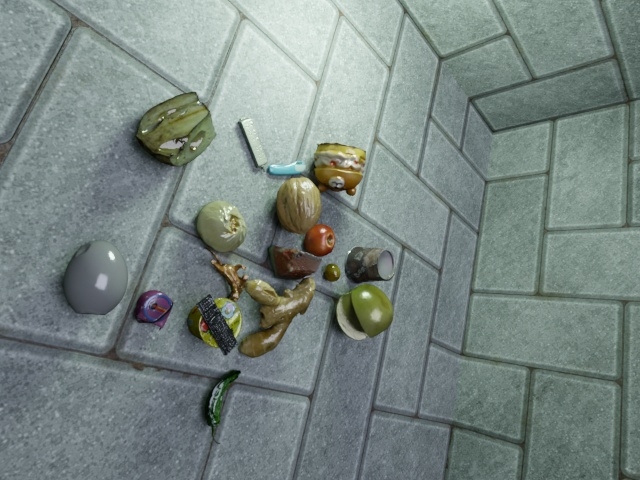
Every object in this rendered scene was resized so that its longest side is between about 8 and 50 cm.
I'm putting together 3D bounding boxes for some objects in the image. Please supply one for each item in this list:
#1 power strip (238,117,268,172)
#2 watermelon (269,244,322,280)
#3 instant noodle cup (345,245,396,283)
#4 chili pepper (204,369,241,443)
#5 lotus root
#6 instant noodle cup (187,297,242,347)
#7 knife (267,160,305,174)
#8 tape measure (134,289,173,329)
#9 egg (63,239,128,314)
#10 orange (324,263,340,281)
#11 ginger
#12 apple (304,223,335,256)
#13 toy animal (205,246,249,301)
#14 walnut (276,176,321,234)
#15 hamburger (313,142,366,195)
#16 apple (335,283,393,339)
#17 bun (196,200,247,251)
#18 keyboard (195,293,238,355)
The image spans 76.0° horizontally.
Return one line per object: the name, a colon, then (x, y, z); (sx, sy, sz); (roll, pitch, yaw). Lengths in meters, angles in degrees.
power strip: (-0.291, -0.420, 1.806); (0.060, 0.027, 0.253); (-35, 112, -40)
watermelon: (-0.105, 0.101, 1.806); (0.192, 0.256, 0.140); (18, 74, -36)
instant noodle cup: (0.276, 0.132, 2.220); (0.217, 0.207, 0.218); (3, 85, -46)
chili pepper: (-0.401, 0.637, 1.614); (0.122, 0.065, 0.279); (36, 59, -34)
lotus root: (-0.522, -0.396, 1.510); (0.210, 0.142, 0.314); (40, 58, 7)
instant noodle cup: (-0.413, 0.309, 1.564); (0.182, 0.144, 0.182); (4, 84, -44)
knife: (-0.158, -0.340, 1.934); (0.221, 0.031, 0.064); (-14, 101, -41)
tape measure: (-0.588, 0.239, 1.443); (0.118, 0.074, 0.125); (42, 65, -42)
egg: (-0.692, 0.113, 1.271); (0.176, 0.176, 0.232); (11, 81, -44)
orange: (0.062, 0.163, 2.091); (0.085, 0.085, 0.095); (-11, 98, -45)
ginger: (-0.169, 0.318, 1.745); (0.347, 0.122, 0.364); (-4, 104, -32)
apple: (0.000, 0.000, 1.997); (0.163, 0.139, 0.164); (5, 82, -43)
toy animal: (-0.378, 0.125, 1.658); (0.114, 0.116, 0.255); (-35, 100, -34)
walnut: (-0.100, -0.155, 1.848); (0.224, 0.224, 0.261); (1, 83, -45)
hamburger: (0.089, -0.350, 2.035); (0.276, 0.276, 0.237); (5, 95, -45)
apple: (0.221, 0.364, 2.097); (0.291, 0.292, 0.254); (-25, 88, -43)
bun: (-0.377, -0.059, 1.630); (0.222, 0.127, 0.223); (5, 83, -42)
keyboard: (-0.371, 0.307, 1.489); (0.072, 0.023, 0.231); (-39, 113, -41)
